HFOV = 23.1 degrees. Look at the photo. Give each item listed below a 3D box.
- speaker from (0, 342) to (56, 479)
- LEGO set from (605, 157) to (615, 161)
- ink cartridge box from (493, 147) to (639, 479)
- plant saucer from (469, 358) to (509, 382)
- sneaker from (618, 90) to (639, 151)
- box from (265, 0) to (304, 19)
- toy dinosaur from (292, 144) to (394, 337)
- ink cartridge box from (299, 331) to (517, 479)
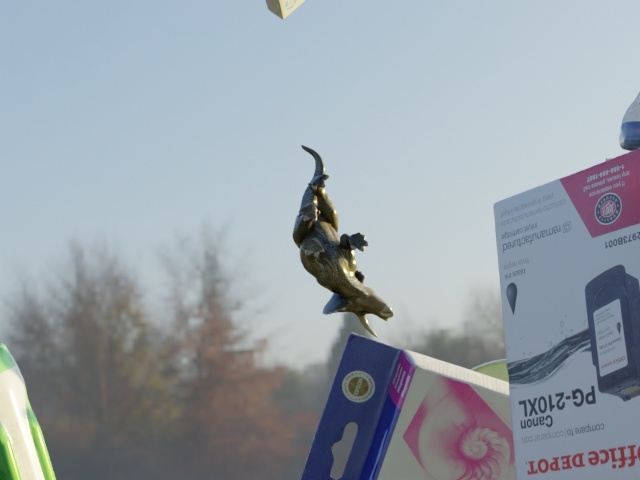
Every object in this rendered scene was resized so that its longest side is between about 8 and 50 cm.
[{"bbox_3d":[-0.340,0.263,1.627,0.131,0.296,0.131,-15,6,2],"label":"speaker"},{"bbox_3d":[0.360,-0.003,1.867,0.060,0.182,0.244,8,3,15],"label":"LEGO set"},{"bbox_3d":[0.225,0.070,1.150,0.100,0.237,0.172,5,-15,-32],"label":"ink cartridge box"},{"bbox_3d":[0.255,0.221,2.169,0.195,0.037,0.195,-2,-49,-2],"label":"plant saucer"},{"bbox_3d":[0.506,-0.230,2.306,0.112,0.131,0.296,1,27,27],"label":"sneaker"},{"bbox_3d":[-0.011,-0.425,2.229,0.186,0.038,0.145,-42,-28,-17],"label":"box"},{"bbox_3d":[0.000,0.000,2.434,0.121,0.313,0.160,-21,-25,-19],"label":"toy dinosaur"},{"bbox_3d":[0.143,0.322,2.035,0.330,0.324,0.071,17,13,-1],"label":"ink cartridge box"}]
